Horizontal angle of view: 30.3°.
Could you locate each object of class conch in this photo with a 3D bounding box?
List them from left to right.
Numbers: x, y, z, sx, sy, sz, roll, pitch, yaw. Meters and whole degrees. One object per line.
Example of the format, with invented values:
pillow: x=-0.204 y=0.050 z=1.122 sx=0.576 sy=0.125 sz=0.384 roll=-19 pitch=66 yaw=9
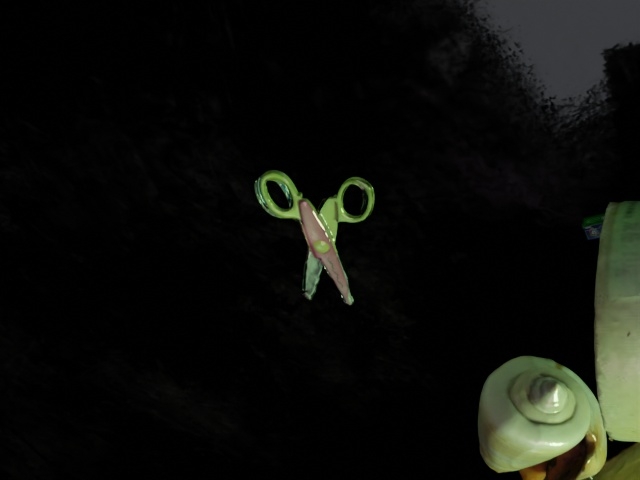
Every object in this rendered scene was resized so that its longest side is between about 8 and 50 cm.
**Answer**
conch: x=0.255 y=0.212 z=1.404 sx=0.158 sy=0.127 sz=0.255 roll=16 pitch=159 yaw=-1

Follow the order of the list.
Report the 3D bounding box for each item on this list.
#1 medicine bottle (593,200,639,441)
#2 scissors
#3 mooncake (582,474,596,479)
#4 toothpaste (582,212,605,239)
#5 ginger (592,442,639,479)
medicine bottle: x=0.467 y=0.077 z=1.066 sx=0.406 sy=0.235 sz=0.235 roll=0 pitch=132 yaw=23
scissors: x=0.000 y=0.000 z=1.318 sx=0.134 sy=0.020 sz=0.187 roll=5 pitch=131 yaw=15
mooncake: x=0.364 y=0.180 z=1.374 sx=0.150 sy=0.057 sz=0.346 roll=-4 pitch=139 yaw=1
toothpaste: x=0.313 y=-0.021 z=1.217 sx=0.083 sy=0.017 sz=0.020 roll=-14 pitch=127 yaw=26
ginger: x=0.410 y=0.294 z=1.414 sx=0.193 sy=0.115 sz=0.123 roll=-25 pitch=161 yaw=28
